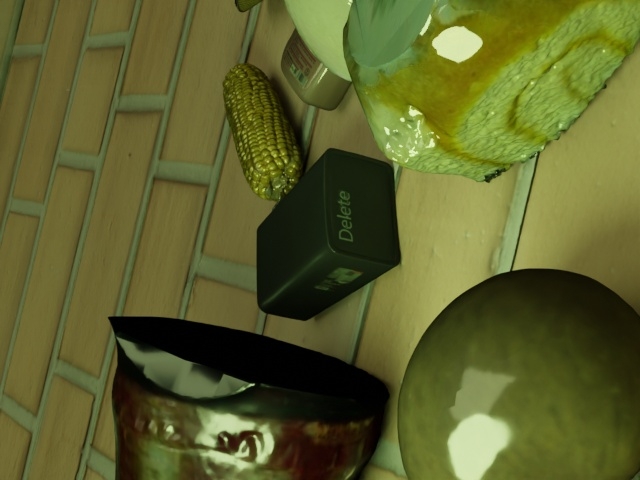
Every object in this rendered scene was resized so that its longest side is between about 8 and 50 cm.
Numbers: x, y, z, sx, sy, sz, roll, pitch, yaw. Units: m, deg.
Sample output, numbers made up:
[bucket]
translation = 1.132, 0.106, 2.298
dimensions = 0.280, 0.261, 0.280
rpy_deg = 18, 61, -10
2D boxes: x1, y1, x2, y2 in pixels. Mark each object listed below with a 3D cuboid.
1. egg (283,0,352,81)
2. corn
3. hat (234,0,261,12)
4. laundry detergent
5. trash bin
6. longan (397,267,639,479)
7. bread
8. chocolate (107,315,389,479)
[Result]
[egg]
translation = 0.049, -0.403, 1.823
dimensions = 0.337, 0.201, 0.337
rpy_deg = -17, 63, 36
[corn]
translation = -0.093, -0.176, 2.135
dimensions = 0.101, 0.102, 0.310
rpy_deg = -54, 35, 33
[hat]
translation = -0.068, -0.459, 2.233
dimensions = 0.193, 0.082, 0.193
rpy_deg = 21, -90, -81
[laundry detergent]
translation = 0.025, -0.332, 2.019
dimensions = 0.237, 0.076, 0.171
rpy_deg = -61, 34, 23
[trash bin]
translation = 0.000, 0.000, 1.891
dimensions = 0.225, 0.115, 0.165
rpy_deg = -39, 46, 49
[longan]
translation = 0.209, 0.175, 1.339
dimensions = 0.300, 0.243, 0.300
rpy_deg = 2, 93, 58
[bread]
translation = 0.159, -0.226, 1.521
dimensions = 0.395, 0.264, 0.239
rpy_deg = -52, 52, 45
[chocolate]
translation = -0.122, 0.295, 1.728
dimensions = 0.384, 0.384, 0.331
rpy_deg = 23, 97, 60
